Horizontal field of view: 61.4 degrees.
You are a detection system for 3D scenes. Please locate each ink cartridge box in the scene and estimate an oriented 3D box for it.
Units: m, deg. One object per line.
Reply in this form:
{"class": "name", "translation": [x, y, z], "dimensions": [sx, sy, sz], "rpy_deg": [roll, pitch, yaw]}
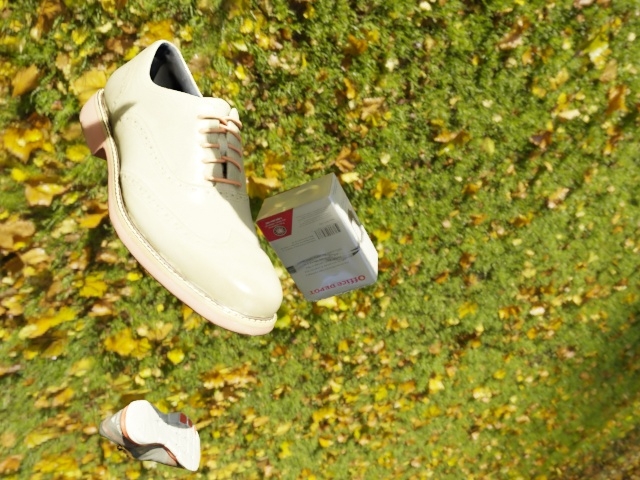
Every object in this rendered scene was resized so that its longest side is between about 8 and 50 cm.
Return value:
{"class": "ink cartridge box", "translation": [0.000, 0.000, 0.731], "dimensions": [0.109, 0.063, 0.150], "rpy_deg": [-19, 122, 20]}

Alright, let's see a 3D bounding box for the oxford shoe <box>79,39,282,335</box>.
{"class": "oxford shoe", "translation": [-0.142, -0.078, 0.583], "dimensions": [0.146, 0.397, 0.141], "rpy_deg": [-47, 152, 18]}

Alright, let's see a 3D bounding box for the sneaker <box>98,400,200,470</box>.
{"class": "sneaker", "translation": [-0.203, 0.238, 0.651], "dimensions": [0.065, 0.061, 0.158], "rpy_deg": [-19, 135, 13]}
